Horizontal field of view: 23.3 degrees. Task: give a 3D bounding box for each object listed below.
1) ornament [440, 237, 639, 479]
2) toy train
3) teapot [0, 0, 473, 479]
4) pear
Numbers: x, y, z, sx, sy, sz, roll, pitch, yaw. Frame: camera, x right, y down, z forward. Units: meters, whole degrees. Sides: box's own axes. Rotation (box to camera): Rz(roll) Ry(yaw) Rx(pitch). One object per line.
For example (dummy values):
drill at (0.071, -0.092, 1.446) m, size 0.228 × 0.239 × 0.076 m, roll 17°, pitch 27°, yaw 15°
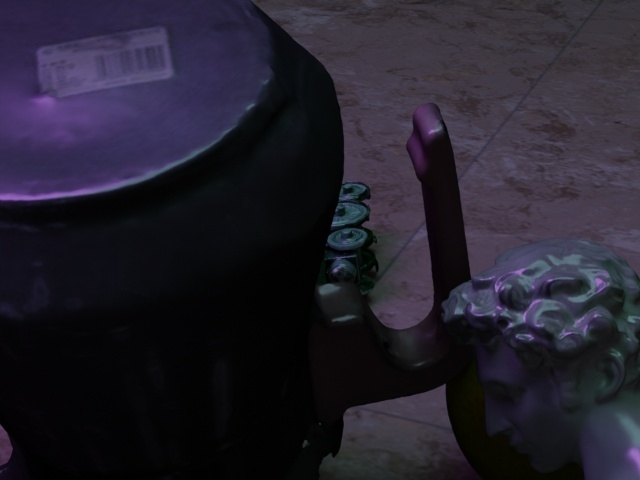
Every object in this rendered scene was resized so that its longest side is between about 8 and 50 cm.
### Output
ornament at (0.187, 0.130, 0.971) m, size 0.130 × 0.285 × 0.120 m, roll -22°, pitch -11°, yaw -25°
toy train at (0.000, 0.000, 1.447) m, size 0.104 × 0.071 × 0.178 m, roll -4°, pitch 24°, yaw 4°
teapot at (-0.088, 0.027, 1.012) m, size 0.376 × 0.362 × 0.306 m, roll -11°, pitch 42°, yaw -4°
pear at (0.185, 0.130, 1.108) m, size 0.180 × 0.166 × 0.216 m, roll 3°, pitch 43°, yaw -31°
